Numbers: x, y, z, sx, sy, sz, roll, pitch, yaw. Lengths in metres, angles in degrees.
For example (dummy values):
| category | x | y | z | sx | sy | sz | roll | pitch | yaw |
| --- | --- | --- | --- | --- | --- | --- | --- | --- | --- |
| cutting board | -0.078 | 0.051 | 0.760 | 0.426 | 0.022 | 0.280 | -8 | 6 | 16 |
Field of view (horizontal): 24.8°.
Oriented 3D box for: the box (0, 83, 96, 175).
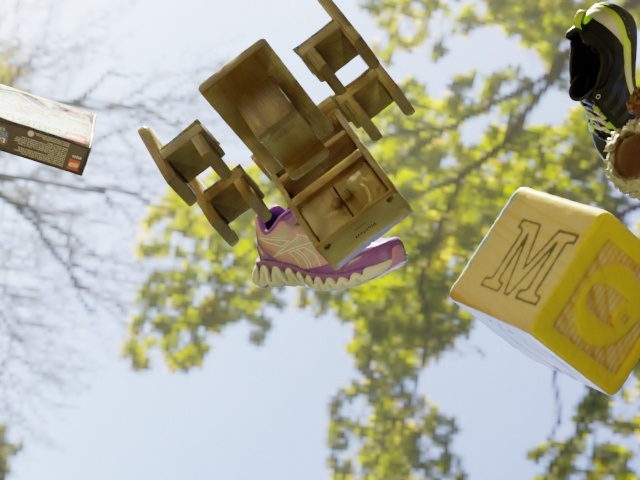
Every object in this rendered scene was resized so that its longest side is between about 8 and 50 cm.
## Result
| category | x | y | z | sx | sy | sz | roll | pitch | yaw |
| --- | --- | --- | --- | --- | --- | --- | --- | --- | --- |
| box | -0.348 | -0.134 | 1.569 | 0.114 | 0.207 | 0.036 | -105 | -145 | -66 |

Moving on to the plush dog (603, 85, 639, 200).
| category | x | y | z | sx | sy | sz | roll | pitch | yaw |
| --- | --- | --- | --- | --- | --- | --- | --- | --- | --- |
| plush dog | 0.467 | -0.139 | 1.640 | 0.262 | 0.210 | 0.225 | -21 | -131 | 31 |

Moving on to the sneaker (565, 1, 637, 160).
| category | x | y | z | sx | sy | sz | roll | pitch | yaw |
| --- | --- | --- | --- | --- | --- | --- | --- | --- | --- |
| sneaker | 0.342 | -0.185 | 1.820 | 0.084 | 0.097 | 0.234 | 21 | -47 | 47 |

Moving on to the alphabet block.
| category | x | y | z | sx | sy | sz | roll | pitch | yaw |
| --- | --- | --- | --- | --- | --- | --- | --- | --- | --- |
| alphabet block | 0.333 | 0.065 | 1.968 | 0.193 | 0.192 | 0.197 | -58 | -151 | -5 |

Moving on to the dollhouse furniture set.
| category | x | y | z | sx | sy | sz | roll | pitch | yaw |
| --- | --- | --- | --- | --- | --- | --- | --- | --- | --- |
| dollhouse furniture set | -0.034 | -0.108 | 1.382 | 0.212 | 0.242 | 0.161 | -37 | -131 | 4 |

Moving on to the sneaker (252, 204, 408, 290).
| category | x | y | z | sx | sy | sz | roll | pitch | yaw |
| --- | --- | --- | --- | --- | --- | --- | --- | --- | --- |
| sneaker | 0.000 | 0.000 | 1.712 | 0.236 | 0.095 | 0.104 | 0 | -77 | 47 |
